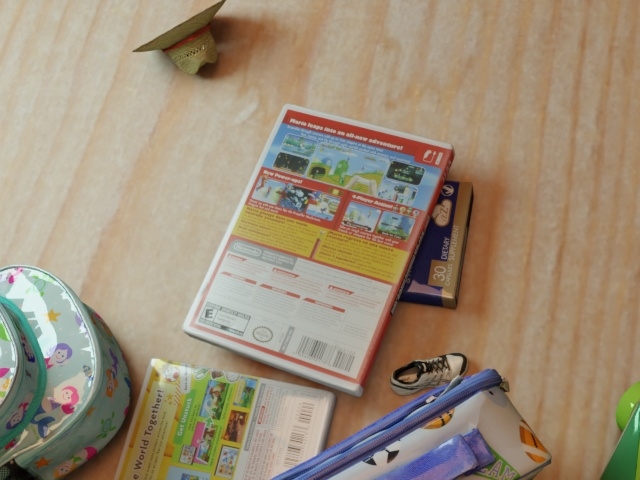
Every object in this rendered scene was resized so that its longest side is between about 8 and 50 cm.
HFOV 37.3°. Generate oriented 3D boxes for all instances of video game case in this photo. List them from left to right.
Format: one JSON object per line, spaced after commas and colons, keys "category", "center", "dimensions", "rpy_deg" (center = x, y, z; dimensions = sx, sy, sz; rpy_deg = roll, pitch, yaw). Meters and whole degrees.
{"category": "video game case", "center": [-0.107, 0.244, 0.955], "dimensions": [0.206, 0.026, 0.227], "rpy_deg": [9, 69, 15]}
{"category": "video game case", "center": [0.000, 0.000, 1.002], "dimensions": [0.204, 0.025, 0.285], "rpy_deg": [17, 72, 20]}

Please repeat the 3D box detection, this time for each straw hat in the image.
{"category": "straw hat", "center": [-0.157, -0.236, 1.153], "dimensions": [0.144, 0.144, 0.061], "rpy_deg": [-29, 105, -2]}

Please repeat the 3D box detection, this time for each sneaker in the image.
{"category": "sneaker", "center": [0.110, 0.133, 0.953], "dimensions": [0.083, 0.037, 0.032], "rpy_deg": [-21, 62, 0]}

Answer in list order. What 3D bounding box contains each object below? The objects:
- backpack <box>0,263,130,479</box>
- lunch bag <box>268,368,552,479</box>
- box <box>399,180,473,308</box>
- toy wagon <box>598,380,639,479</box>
{"category": "backpack", "center": [-0.333, 0.149, 0.961], "dimensions": [0.253, 0.191, 0.225], "rpy_deg": [-29, 60, -9]}
{"category": "lunch bag", "center": [0.045, 0.219, 0.802], "dimensions": [0.303, 0.243, 0.115], "rpy_deg": [-28, 72, -10]}
{"category": "box", "center": [0.045, -0.007, 1.031], "dimensions": [0.225, 0.036, 0.137], "rpy_deg": [6, 68, 15]}
{"category": "toy wagon", "center": [0.297, 0.277, 0.751], "dimensions": [0.267, 0.068, 0.345], "rpy_deg": [36, 104, 59]}
